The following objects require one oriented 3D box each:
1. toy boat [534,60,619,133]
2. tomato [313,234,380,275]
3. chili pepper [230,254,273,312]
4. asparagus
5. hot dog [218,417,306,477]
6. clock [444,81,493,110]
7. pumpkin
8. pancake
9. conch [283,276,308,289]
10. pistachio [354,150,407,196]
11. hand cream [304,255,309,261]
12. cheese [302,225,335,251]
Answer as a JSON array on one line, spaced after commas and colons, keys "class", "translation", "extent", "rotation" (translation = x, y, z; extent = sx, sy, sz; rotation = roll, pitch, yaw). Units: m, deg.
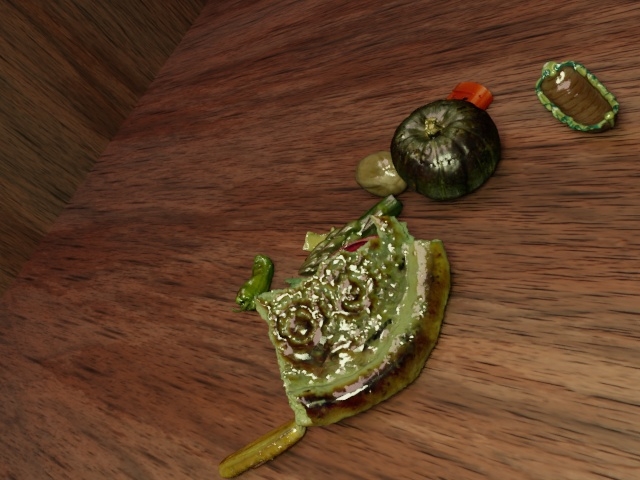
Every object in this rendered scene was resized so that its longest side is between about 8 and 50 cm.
[{"class": "toy boat", "translation": [0.518, -0.268, 1.184], "extent": [0.108, 0.099, 0.293], "rotation": [-35, 30, 17]}, {"class": "tomato", "translation": [0.079, 0.077, 1.277], "extent": [0.173, 0.099, 0.189], "rotation": [-15, 27, 35]}, {"class": "chili pepper", "translation": [-0.173, 0.127, 1.513], "extent": [0.072, 0.073, 0.204], "rotation": [-36, 22, 43]}, {"class": "asparagus", "translation": [0.066, -0.003, 1.393], "extent": [0.287, 0.080, 0.080], "rotation": [-37, 37, -3]}, {"class": "hot dog", "translation": [-0.116, 0.423, 1.202], "extent": [0.216, 0.047, 0.066], "rotation": [-34, 2, 15]}, {"class": "clock", "translation": [0.324, -0.309, 1.439], "extent": [0.155, 0.061, 0.113], "rotation": [-50, 36, -9]}, {"class": "pumpkin", "translation": [0.266, -0.202, 1.285], "extent": [0.238, 0.159, 0.238], "rotation": [-10, 56, 16]}, {"class": "pancake", "translation": [0.079, 0.138, 1.125], "extent": [0.427, 0.067, 0.305], "rotation": [-34, 76, -7]}, {"class": "conch", "translation": [-0.059, 0.133, 1.400], "extent": [0.105, 0.079, 0.170], "rotation": [-50, 21, -14]}, {"class": "pistachio", "translation": [0.147, -0.163, 1.442], "extent": [0.126, 0.108, 0.185], "rotation": [-31, 22, -28]}, {"class": "hand cream", "translation": [0.000, 0.064, 1.438], "extent": [0.036, 0.023, 0.122], "rotation": [-30, 34, -11]}, {"class": "cheese", "translation": [-0.001, 0.001, 1.485], "extent": [0.084, 0.041, 0.060], "rotation": [-7, 57, 21]}]
